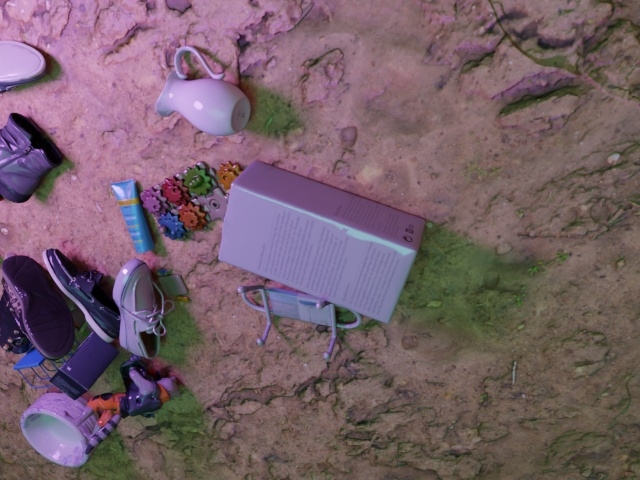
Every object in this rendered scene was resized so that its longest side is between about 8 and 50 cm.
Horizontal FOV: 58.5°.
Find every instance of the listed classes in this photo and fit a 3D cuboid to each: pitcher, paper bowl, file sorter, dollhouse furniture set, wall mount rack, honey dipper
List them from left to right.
[{"bbox_3d":[-1.030,0.096,1.864,0.030,0.030,0.161,40,125,-6],"label":"honey dipper"},{"bbox_3d":[-0.902,0.396,1.911,0.118,0.170,0.105,-12,118,24],"label":"file sorter"},{"bbox_3d":[-0.928,0.674,2.088,0.284,0.148,0.284,8,121,14],"label":"paper bowl"},{"bbox_3d":[-0.746,0.259,1.838,0.151,0.076,0.059,23,126,-7],"label":"dollhouse furniture set"},{"bbox_3d":[-0.264,-0.343,1.320,0.207,0.125,0.178,22,108,19],"label":"pitcher"},{"bbox_3d":[-0.072,0.190,1.511,0.349,0.131,0.304,9,141,13],"label":"wall mount rack"}]

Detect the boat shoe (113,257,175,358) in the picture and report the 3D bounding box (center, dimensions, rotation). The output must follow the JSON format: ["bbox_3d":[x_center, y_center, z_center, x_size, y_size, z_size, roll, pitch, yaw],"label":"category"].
[{"bbox_3d":[-0.511,0.223,1.689,0.156,0.136,0.367,26,127,17],"label":"boat shoe"}]

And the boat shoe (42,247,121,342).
[{"bbox_3d":[-0.699,0.148,1.741,0.113,0.127,0.340,-33,100,-2],"label":"boat shoe"}]

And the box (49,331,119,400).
[{"bbox_3d":[-0.746,0.399,1.802,0.108,0.153,0.207,42,142,-11],"label":"box"}]

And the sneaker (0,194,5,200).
[{"bbox_3d":[-0.980,-0.146,1.692,0.161,0.057,0.075,-11,109,20],"label":"sneaker"}]

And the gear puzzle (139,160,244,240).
[{"bbox_3d":[-0.325,-0.107,1.508,0.338,0.044,0.176,-22,110,27],"label":"gear puzzle"}]

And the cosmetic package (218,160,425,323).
[{"bbox_3d":[0.000,0.000,1.393,0.453,0.161,0.230,20,123,6],"label":"cosmetic package"}]

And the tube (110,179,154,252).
[{"bbox_3d":[-0.520,-0.068,1.597,0.080,0.052,0.207,-7,111,16],"label":"tube"}]

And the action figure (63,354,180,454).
[{"bbox_3d":[-0.608,0.551,1.849,0.178,0.330,0.341,49,157,40],"label":"action figure"}]

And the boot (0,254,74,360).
[{"bbox_3d":[-0.918,0.269,1.811,0.377,0.138,0.284,50,128,17],"label":"boot"}]

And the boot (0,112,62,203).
[{"bbox_3d":[-0.885,-0.281,1.567,0.338,0.118,0.222,40,120,-20],"label":"boot"}]

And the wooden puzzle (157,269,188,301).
[{"bbox_3d":[-0.437,0.134,1.701,0.078,0.014,0.116,-5,117,16],"label":"wooden puzzle"}]

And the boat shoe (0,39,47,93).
[{"bbox_3d":[-0.838,-0.437,1.478,0.319,0.116,0.099,0,162,10],"label":"boat shoe"}]
